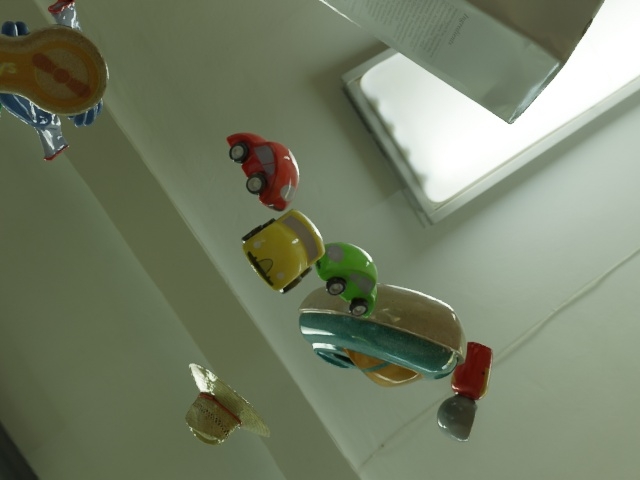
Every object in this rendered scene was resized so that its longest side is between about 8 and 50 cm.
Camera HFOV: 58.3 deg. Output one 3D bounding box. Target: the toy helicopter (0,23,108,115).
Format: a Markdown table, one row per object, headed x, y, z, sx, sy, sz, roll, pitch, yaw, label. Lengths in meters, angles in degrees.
| x | y | z | sx | sy | sz | roll | pitch | yaw | label |
| --- | --- | --- | --- | --- | --- | --- | --- | --- | --- |
| -0.365 | -0.178 | 0.480 | 0.356 | 0.140 | 0.234 | 0 | -69 | -26 | toy helicopter |

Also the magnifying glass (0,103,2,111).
| x | y | z | sx | sy | sz | roll | pitch | yaw | label |
| --- | --- | --- | --- | --- | --- | --- | --- | --- | --- |
| -0.459 | -0.178 | 0.784 | 0.092 | 0.026 | 0.230 | 47 | -122 | -41 | magnifying glass |

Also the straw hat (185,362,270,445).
| x | y | z | sx | sy | sz | roll | pitch | yaw | label |
| --- | --- | --- | --- | --- | --- | --- | --- | --- | --- |
| -0.140 | 0.232 | 0.753 | 0.144 | 0.144 | 0.061 | 45 | -119 | -4 | straw hat |

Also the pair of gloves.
| x | y | z | sx | sy | sz | roll | pitch | yaw | label |
| --- | --- | --- | --- | --- | --- | --- | --- | --- | --- |
| -0.315 | -0.191 | 0.679 | 0.023 | 0.198 | 0.159 | 3 | -54 | 9 | pair of gloves |

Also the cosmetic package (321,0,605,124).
| x | y | z | sx | sy | sz | roll | pitch | yaw | label |
| --- | --- | --- | --- | --- | --- | --- | --- | --- | --- |
| 0.110 | -0.215 | 0.497 | 0.231 | 0.085 | 0.117 | 37 | -121 | 5 | cosmetic package |

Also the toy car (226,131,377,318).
| x | y | z | sx | sy | sz | roll | pitch | yaw | label |
| --- | --- | --- | --- | --- | --- | --- | --- | --- | --- |
| 0.000 | 0.000 | 0.594 | 0.053 | 0.239 | 0.225 | -36 | -54 | 14 | toy car |

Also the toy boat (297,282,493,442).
| x | y | z | sx | sy | sz | roll | pitch | yaw | label |
| --- | --- | --- | --- | --- | --- | --- | --- | --- | --- |
| 0.127 | 0.172 | 0.808 | 0.318 | 0.268 | 0.148 | 31 | -109 | -27 | toy boat |
